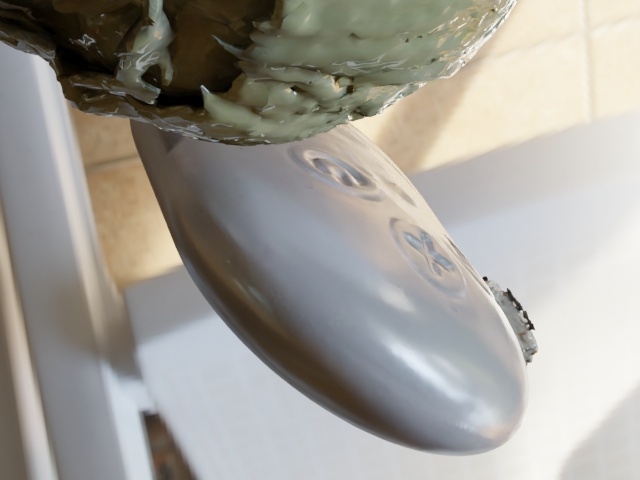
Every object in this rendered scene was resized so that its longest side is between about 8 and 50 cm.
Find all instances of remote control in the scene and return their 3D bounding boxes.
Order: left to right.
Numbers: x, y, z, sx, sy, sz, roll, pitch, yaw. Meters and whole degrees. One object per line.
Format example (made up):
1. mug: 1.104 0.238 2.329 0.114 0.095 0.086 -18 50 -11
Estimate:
1. remote control: 0.000 0.000 0.958 0.221 0.332 0.103 35 101 -27

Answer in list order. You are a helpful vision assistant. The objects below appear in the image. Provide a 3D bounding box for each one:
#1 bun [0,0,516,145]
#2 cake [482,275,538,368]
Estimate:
1. bun: -0.046 -0.138 0.598 0.259 0.152 0.259 23 139 22
2. cake: 0.074 0.076 1.125 0.121 0.065 0.052 -28 154 -23
